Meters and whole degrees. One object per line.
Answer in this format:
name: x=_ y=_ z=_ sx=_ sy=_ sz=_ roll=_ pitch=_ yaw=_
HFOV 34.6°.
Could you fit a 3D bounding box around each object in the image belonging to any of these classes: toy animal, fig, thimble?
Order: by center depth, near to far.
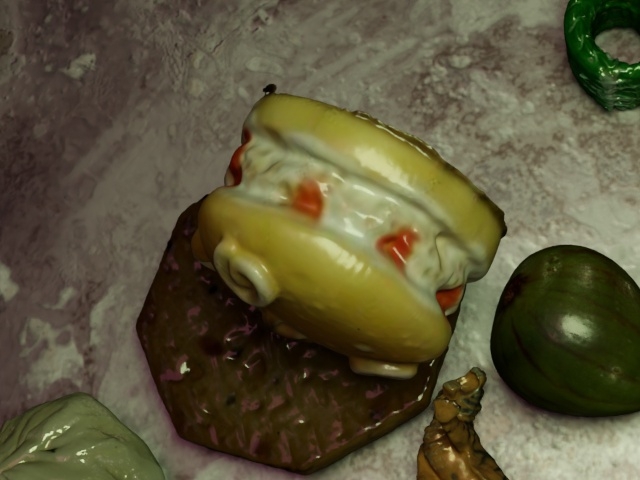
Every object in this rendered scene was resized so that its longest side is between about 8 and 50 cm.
toy animal: x=0.166 y=0.245 z=0.927 sx=0.114 sy=0.116 sz=0.255 roll=-48 pitch=67 yaw=20
fig: x=0.279 y=0.116 z=0.942 sx=0.259 sy=0.151 sz=0.151 roll=32 pitch=80 yaw=-3
thimble: x=0.310 y=-0.203 z=1.054 sx=0.118 sy=0.090 sz=0.130 roll=3 pitch=70 yaw=16

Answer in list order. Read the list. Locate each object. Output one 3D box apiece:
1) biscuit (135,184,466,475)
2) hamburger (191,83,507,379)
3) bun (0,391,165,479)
biscuit: x=-0.023 y=0.066 z=1.068 sx=0.359 sy=0.046 sz=0.359 roll=-6 pitch=66 yaw=15
hamburger: x=0.000 y=0.000 z=0.931 sx=0.303 sy=0.261 sz=0.186 roll=25 pitch=81 yaw=45
bun: x=-0.276 y=0.260 z=1.024 sx=0.231 sy=0.133 sz=0.231 roll=-6 pitch=68 yaw=16
